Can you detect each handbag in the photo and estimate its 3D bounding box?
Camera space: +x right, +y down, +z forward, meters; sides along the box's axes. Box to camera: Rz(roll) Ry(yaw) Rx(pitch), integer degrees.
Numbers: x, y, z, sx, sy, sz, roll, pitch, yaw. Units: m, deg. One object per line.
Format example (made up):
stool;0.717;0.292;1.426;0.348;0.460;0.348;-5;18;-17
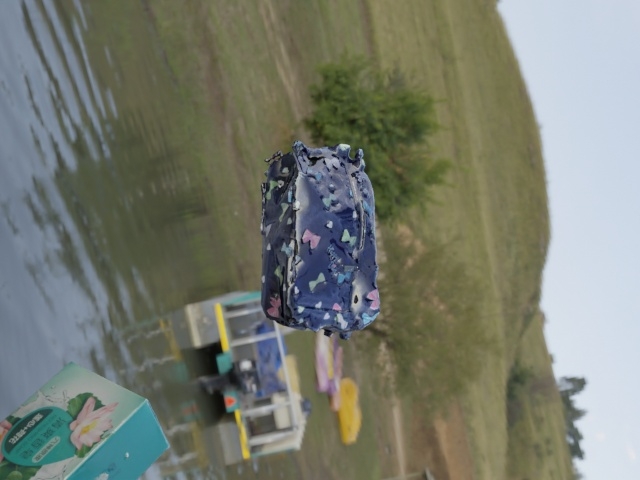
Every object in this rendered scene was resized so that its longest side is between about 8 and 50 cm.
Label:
handbag;0.000;0.000;1.121;0.113;0.162;0.260;-24;-116;52

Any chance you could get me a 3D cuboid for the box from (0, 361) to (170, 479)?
box;-0.317;0.268;0.979;0.245;0.153;0.092;-44;135;-36
